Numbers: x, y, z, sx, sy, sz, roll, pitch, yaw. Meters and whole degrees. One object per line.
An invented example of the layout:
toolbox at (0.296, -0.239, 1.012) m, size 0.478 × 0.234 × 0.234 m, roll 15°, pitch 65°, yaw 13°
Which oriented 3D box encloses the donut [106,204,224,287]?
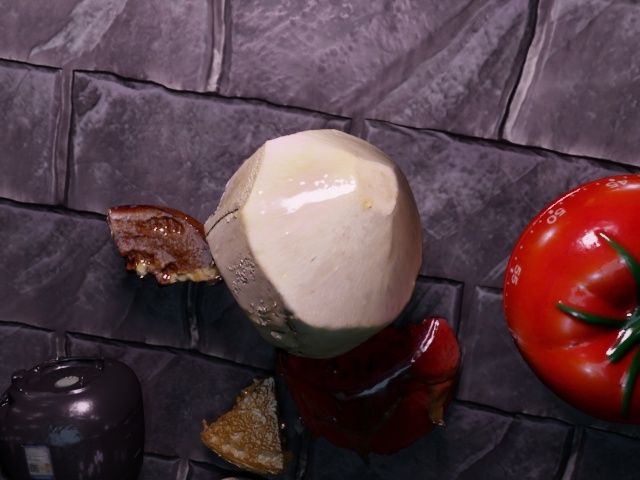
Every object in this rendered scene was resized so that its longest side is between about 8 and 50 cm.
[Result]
donut at (-0.251, 0.001, 1.153) m, size 0.187 × 0.126 × 0.144 m, roll -4°, pitch 101°, yaw 2°

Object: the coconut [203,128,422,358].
coconut at (0.000, 0.000, 1.005) m, size 0.353 × 0.352 × 0.352 m, roll 1°, pitch 108°, yaw 4°

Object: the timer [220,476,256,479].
timer at (-0.186, 0.622, 1.361) m, size 0.175 × 0.175 × 0.266 m, roll 20°, pitch 127°, yaw -2°

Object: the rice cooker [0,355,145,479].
rice cooker at (-0.449, 0.338, 1.218) m, size 0.267 × 0.267 × 0.224 m, roll -3°, pitch 107°, yaw 6°

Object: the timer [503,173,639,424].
timer at (0.476, 0.085, 1.040) m, size 0.378 × 0.279 × 0.378 m, roll 2°, pitch 106°, yaw 5°

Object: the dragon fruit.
dragon fruit at (0.105, 0.297, 1.240) m, size 0.343 × 0.100 × 0.282 m, roll -17°, pitch 111°, yaw 11°

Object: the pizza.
pizza at (-0.122, 0.339, 1.291) m, size 0.188 × 0.062 × 0.199 m, roll 24°, pitch 101°, yaw 5°
